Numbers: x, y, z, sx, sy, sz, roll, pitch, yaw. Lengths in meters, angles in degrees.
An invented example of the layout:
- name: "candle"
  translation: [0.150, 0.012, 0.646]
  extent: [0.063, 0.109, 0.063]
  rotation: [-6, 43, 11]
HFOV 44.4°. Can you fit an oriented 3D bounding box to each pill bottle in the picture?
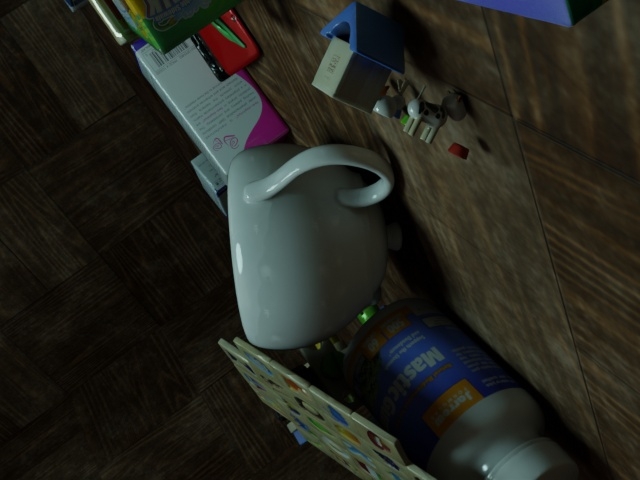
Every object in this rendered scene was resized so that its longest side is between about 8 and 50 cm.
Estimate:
- name: "pill bottle"
  translation: [0.156, 0.200, 0.898]
  extent: [0.272, 0.152, 0.152]
  rotation: [45, 168, 44]

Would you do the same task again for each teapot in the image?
- name: "teapot"
  translation: [0.000, 0.000, 0.889]
  extent: [0.256, 0.187, 0.252]
  rotation: [-94, -2, -74]

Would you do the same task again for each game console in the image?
- name: "game console"
  translation: [-0.129, -0.284, 0.986]
  extent: [0.144, 0.085, 0.124]
  rotation: [56, -158, -14]

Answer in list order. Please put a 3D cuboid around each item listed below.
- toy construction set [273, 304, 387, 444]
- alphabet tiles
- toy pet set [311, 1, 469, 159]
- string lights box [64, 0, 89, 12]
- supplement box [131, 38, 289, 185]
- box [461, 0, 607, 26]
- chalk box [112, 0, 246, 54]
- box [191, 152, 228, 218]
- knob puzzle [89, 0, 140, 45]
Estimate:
- name: "toy construction set"
  translation: [0.043, 0.137, 1.130]
  extent: [0.237, 0.257, 0.309]
  rotation: [95, 168, -68]
- name: "alphabet tiles"
  translation: [0.027, 0.233, 0.919]
  extent: [0.342, 0.011, 0.285]
  rotation: [27, 156, 34]
- name: "toy pet set"
  translation: [0.053, -0.123, 0.573]
  extent: [0.114, 0.065, 0.122]
  rotation: [18, -165, -31]
- name: "string lights box"
  translation: [-0.338, -0.427, 1.133]
  extent: [0.077, 0.133, 0.259]
  rotation: [55, 172, -9]
- name: "supplement box"
  translation: [-0.155, -0.202, 1.116]
  extent: [0.220, 0.111, 0.114]
  rotation: [54, 172, 1]
- name: "box"
  translation: [0.057, -0.178, 0.309]
  extent: [0.105, 0.043, 0.179]
  rotation: [41, 163, 55]
- name: "chalk box"
  translation: [-0.140, -0.264, 0.720]
  extent: [0.213, 0.132, 0.132]
  rotation: [59, 170, -32]
- name: "box"
  translation: [-0.132, -0.118, 1.284]
  extent: [0.072, 0.126, 0.137]
  rotation: [50, 171, 13]
- name: "knob puzzle"
  translation: [-0.215, -0.318, 0.835]
  extent: [0.213, 0.030, 0.213]
  rotation: [37, -140, -39]
